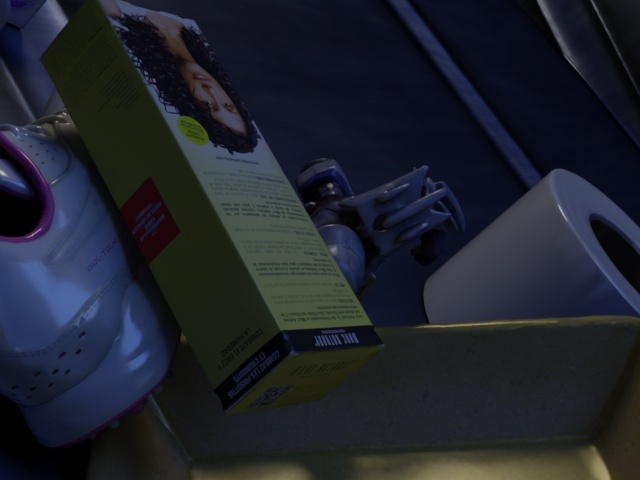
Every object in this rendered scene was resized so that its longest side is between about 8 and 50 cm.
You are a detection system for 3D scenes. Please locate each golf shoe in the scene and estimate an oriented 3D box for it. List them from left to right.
[{"bbox_3d":[-0.149,-0.031,0.656,0.140,0.115,0.306,46,19,-34],"label":"golf shoe"}]

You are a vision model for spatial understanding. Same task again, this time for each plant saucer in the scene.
[{"bbox_3d":[0.051,0.167,0.562,0.333,0.081,0.333,-2,31,-3],"label":"plant saucer"}]

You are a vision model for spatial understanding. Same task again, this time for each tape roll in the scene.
[{"bbox_3d":[0.241,0.076,1.103,0.246,0.169,0.246,38,24,-21],"label":"tape roll"}]

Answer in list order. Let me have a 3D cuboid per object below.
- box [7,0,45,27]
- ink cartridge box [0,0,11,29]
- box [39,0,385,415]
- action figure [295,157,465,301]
[{"bbox_3d":[-0.322,-0.239,0.777,0.324,0.063,0.067,20,36,-47],"label":"box"},{"bbox_3d":[-0.284,-0.156,0.504,0.131,0.226,0.306,17,36,-51],"label":"ink cartridge box"},{"bbox_3d":[-0.061,-0.023,0.615,0.087,0.058,0.232,1,54,-55],"label":"box"},{"bbox_3d":[0.000,0.000,0.787,0.285,0.185,0.099,-118,-169,-75],"label":"action figure"}]
